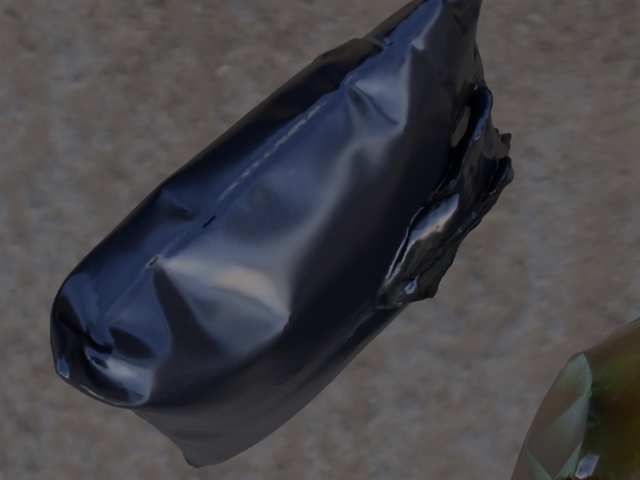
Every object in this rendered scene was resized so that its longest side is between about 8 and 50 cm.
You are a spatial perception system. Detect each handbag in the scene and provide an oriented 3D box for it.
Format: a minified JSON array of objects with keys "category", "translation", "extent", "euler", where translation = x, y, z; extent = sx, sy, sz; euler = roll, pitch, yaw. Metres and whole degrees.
[{"category":"handbag","translation":[0.000,0.000,0.765],"extent":[0.088,0.254,0.211],"euler":[43,85,15]}]

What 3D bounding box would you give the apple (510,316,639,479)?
[{"category":"apple","translation":[0.274,0.205,1.074],"extent":[0.374,0.384,0.374],"euler":[4,136,4]}]
